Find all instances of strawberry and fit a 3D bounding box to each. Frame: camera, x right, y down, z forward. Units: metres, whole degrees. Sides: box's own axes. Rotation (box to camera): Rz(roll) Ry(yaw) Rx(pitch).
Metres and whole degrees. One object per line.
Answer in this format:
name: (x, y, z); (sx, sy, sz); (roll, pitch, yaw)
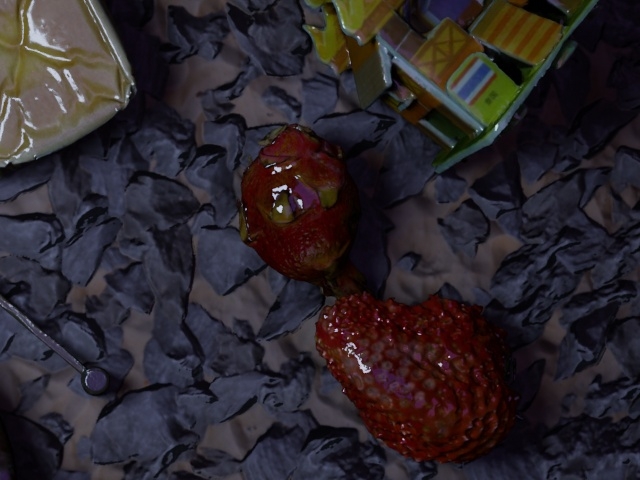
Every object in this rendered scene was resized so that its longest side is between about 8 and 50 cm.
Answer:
strawberry: (0.113, 0.148, 1.615); (0.236, 0.107, 0.175); (1, 106, -24)

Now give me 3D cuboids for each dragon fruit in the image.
dragon fruit: (0.000, 0.000, 1.622); (0.125, 0.125, 0.246); (-24, 116, 17)

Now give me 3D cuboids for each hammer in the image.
hammer: (-0.320, 0.052, 1.577); (0.292, 0.058, 0.029); (41, 78, -3)

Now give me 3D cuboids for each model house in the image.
model house: (0.141, -0.300, 1.608); (0.313, 0.242, 0.357); (41, 80, -6)

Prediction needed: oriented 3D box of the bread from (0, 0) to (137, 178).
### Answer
bread: (-0.292, -0.182, 1.559); (0.192, 0.110, 0.210); (-32, 94, -7)

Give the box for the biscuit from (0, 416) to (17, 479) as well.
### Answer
biscuit: (-0.482, 0.247, 1.475); (0.407, 0.091, 0.407); (4, 75, -14)
